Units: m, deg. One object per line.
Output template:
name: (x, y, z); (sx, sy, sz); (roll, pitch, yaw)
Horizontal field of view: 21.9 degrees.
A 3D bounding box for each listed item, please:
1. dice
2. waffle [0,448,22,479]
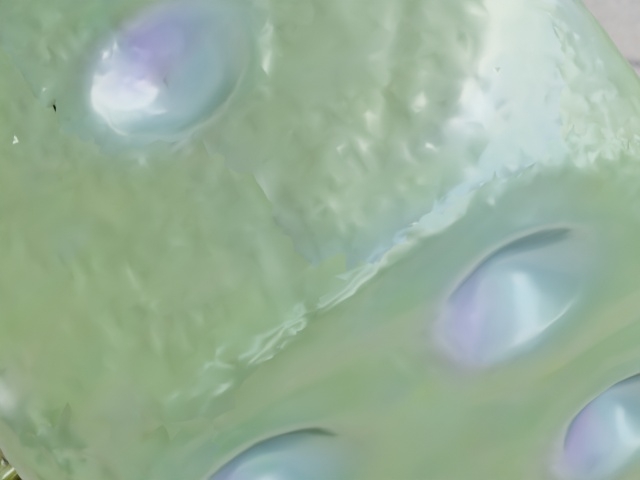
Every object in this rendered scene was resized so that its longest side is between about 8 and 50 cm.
dice: (0.000, 0.000, 0.658); (0.254, 0.252, 0.250); (56, 3, 39)
waffle: (-0.087, 0.131, 0.834); (0.169, 0.036, 0.183); (6, 35, 0)
